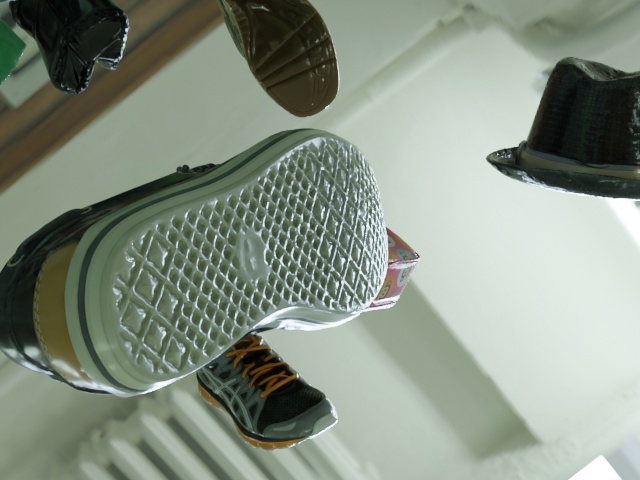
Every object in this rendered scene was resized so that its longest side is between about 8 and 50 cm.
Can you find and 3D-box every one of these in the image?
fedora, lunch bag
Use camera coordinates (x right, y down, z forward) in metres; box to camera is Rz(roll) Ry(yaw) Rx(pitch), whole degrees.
[{"bbox_3d":[0.365,-0.147,1.572,0.334,0.153,0.334,5,-168,-1],"label":"fedora"},{"bbox_3d":[0.000,0.000,2.060,0.120,0.293,0.258,-61,158,15],"label":"lunch bag"}]

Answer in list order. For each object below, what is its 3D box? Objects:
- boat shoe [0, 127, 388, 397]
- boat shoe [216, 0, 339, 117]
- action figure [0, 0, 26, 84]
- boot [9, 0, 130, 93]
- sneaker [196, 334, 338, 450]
[{"bbox_3d":[-0.086,0.012,1.089,0.156,0.187,0.500,-6,-171,31],"label":"boat shoe"},{"bbox_3d":[-0.066,-0.275,1.469,0.104,0.285,0.089,-28,-151,1],"label":"boat shoe"},{"bbox_3d":[-0.281,-0.106,0.876,0.063,0.137,0.232,-24,160,-50],"label":"action figure"},{"bbox_3d":[-0.284,-0.323,1.586,0.246,0.094,0.207,-51,-134,10],"label":"boot"},{"bbox_3d":[-0.063,0.137,1.226,0.084,0.083,0.215,-26,-152,-31],"label":"sneaker"}]
